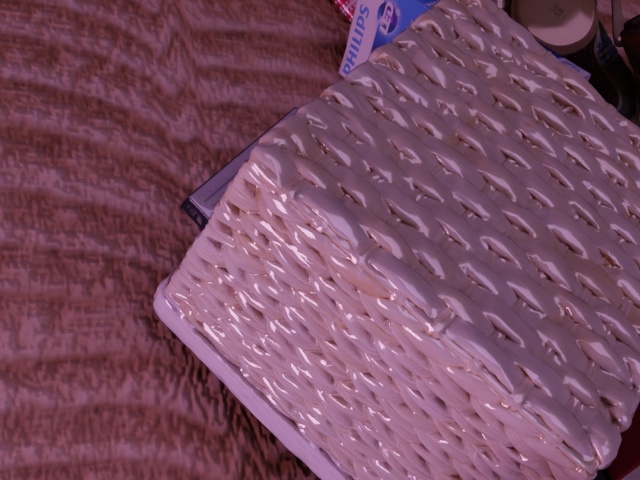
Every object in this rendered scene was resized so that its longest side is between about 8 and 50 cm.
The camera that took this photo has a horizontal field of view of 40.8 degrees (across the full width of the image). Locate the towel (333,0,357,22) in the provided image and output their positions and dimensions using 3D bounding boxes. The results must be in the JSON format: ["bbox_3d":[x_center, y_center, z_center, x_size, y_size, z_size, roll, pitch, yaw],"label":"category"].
[{"bbox_3d":[0.057,-0.386,1.030,0.199,0.031,0.275,-40,92,-3],"label":"towel"}]

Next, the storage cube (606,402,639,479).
[{"bbox_3d":[0.405,0.158,0.910,0.215,0.183,0.193,25,31,-20],"label":"storage cube"}]

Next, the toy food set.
[{"bbox_3d":[0.319,-0.311,1.181,0.192,0.038,0.132,1,77,-3],"label":"toy food set"}]

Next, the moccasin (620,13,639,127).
[{"bbox_3d":[0.478,-0.224,1.143,0.380,0.139,0.146,8,68,-70],"label":"moccasin"}]

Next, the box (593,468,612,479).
[{"bbox_3d":[0.285,0.320,0.795,0.294,0.073,0.295,22,30,-19],"label":"box"}]

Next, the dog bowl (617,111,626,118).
[{"bbox_3d":[0.443,-0.050,1.108,0.297,0.074,0.166,37,26,-11],"label":"dog bowl"}]

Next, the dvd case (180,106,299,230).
[{"bbox_3d":[0.000,0.000,0.872,0.238,0.029,0.179,47,53,-4],"label":"dvd case"}]

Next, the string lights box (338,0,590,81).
[{"bbox_3d":[0.139,-0.176,0.906,0.077,0.133,0.260,-20,51,-36],"label":"string lights box"}]

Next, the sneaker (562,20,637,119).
[{"bbox_3d":[0.394,-0.247,1.216,0.086,0.064,0.192,11,58,-43],"label":"sneaker"}]

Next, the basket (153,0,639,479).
[{"bbox_3d":[0.098,0.017,0.718,0.331,0.266,0.328,42,54,5],"label":"basket"}]
